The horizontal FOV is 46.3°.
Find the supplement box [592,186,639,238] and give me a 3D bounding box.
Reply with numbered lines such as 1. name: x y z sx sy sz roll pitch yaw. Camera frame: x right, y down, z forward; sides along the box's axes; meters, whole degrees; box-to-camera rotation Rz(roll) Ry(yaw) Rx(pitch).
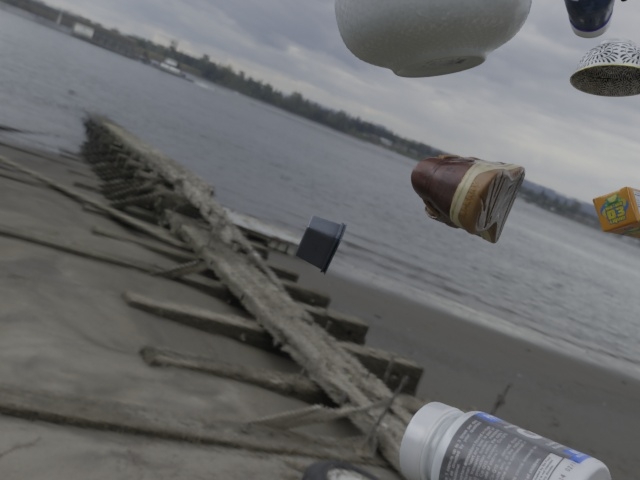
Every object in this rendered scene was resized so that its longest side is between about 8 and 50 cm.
1. supplement box: 0.640 -0.050 1.497 0.233 0.080 0.078 8 -23 -42

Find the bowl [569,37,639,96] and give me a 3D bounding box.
1. bowl: 0.595 -0.357 1.511 0.170 0.080 0.170 8 -8 1

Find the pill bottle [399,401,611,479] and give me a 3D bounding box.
1. pill bottle: 0.130 0.171 0.542 0.137 0.078 0.078 16 3 43

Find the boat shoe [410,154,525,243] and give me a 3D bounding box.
1. boat shoe: 0.210 -0.071 1.086 0.123 0.123 0.342 24 11 20

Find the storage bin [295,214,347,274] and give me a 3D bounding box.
1. storage bin: 0.000 0.000 1.864 0.091 0.135 0.098 24 40 -2

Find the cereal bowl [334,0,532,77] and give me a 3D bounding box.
1. cereal bowl: 0.196 -0.366 1.284 0.338 0.141 0.339 -7 0 0

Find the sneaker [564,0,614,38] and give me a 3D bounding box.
1. sneaker: 0.574 -0.627 1.618 0.130 0.323 0.236 -5 -28 20
